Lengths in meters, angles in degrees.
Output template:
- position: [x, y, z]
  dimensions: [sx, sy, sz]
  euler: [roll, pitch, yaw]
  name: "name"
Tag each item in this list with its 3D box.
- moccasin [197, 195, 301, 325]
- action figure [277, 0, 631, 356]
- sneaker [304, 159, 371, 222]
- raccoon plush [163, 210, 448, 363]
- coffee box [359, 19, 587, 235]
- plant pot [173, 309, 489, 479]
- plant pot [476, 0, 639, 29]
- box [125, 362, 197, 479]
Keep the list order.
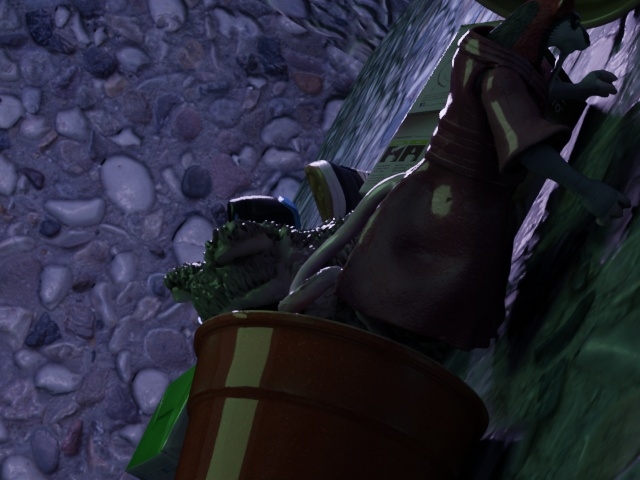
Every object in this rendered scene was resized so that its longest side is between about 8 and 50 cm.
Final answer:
- position: [-0.118, 0.097, 2.088]
  dimensions: [0.138, 0.117, 0.342]
  euler: [-147, 66, -72]
  name: "moccasin"
- position: [0.141, -0.084, 1.356]
  dimensions: [0.248, 0.276, 0.370]
  euler: [-77, 1, -73]
  name: "action figure"
- position: [0.071, -0.066, 2.045]
  dimensions: [0.153, 0.099, 0.282]
  euler: [-23, -18, -1]
  name: "sneaker"
- position: [0.000, 0.000, 1.696]
  dimensions: [0.216, 0.299, 0.446]
  euler: [-52, 16, 33]
  name: "raccoon plush"
- position: [0.166, -0.100, 1.552]
  dimensions: [0.098, 0.141, 0.246]
  euler: [1, 53, 48]
  name: "coffee box"
- position: [-0.019, 0.239, 1.234]
  dimensions: [0.272, 0.272, 0.265]
  euler: [133, 158, -62]
  name: "plant pot"
- position: [0.306, -0.439, 1.658]
  dimensions: [0.280, 0.323, 0.323]
  euler: [-44, -5, -41]
  name: "plant pot"
- position: [-0.074, 0.249, 1.615]
  dimensions: [0.127, 0.231, 0.262]
  euler: [-64, 7, -19]
  name: "box"
